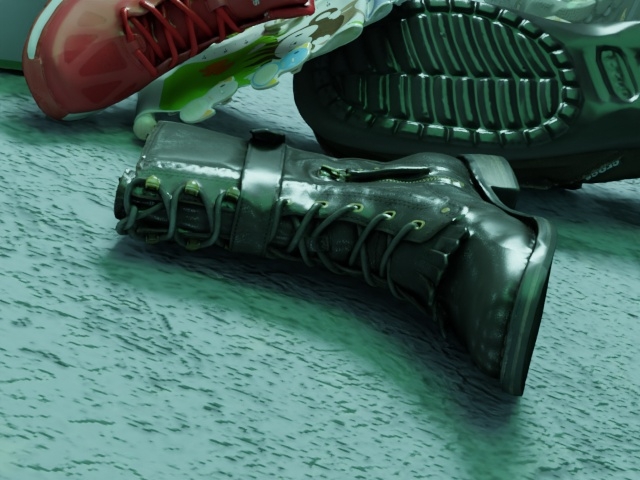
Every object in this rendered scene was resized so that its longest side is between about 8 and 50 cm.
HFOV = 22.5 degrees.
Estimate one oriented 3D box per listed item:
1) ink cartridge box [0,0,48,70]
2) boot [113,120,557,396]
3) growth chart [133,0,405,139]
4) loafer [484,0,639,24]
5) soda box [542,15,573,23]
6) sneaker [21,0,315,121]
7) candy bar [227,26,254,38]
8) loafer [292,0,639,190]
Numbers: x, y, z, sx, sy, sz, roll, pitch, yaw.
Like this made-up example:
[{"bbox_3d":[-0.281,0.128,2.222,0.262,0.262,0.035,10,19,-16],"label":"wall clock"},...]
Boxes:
[{"bbox_3d":[-0.265,-0.202,1.151,0.154,0.093,0.212,3,26,-30],"label":"ink cartridge box"},{"bbox_3d":[0.000,0.000,0.887,0.229,0.091,0.263,8,19,-7],"label":"boot"},{"bbox_3d":[-0.026,-0.141,1.104,0.237,0.021,0.172,-26,22,-2],"label":"growth chart"},{"bbox_3d":[0.277,-0.253,1.630,0.111,0.112,0.319,37,29,24],"label":"loafer"},{"bbox_3d":[0.176,-0.147,1.369,0.058,0.061,0.181,28,24,24],"label":"soda box"},{"bbox_3d":[-0.088,-0.154,1.057,0.128,0.087,0.221,-7,28,40],"label":"sneaker"},{"bbox_3d":[-0.064,-0.176,1.330,0.161,0.018,0.040,12,22,-12],"label":"candy bar"},{"bbox_3d":[0.156,-0.082,1.160,0.366,0.130,0.133,2,58,-12],"label":"loafer"}]
